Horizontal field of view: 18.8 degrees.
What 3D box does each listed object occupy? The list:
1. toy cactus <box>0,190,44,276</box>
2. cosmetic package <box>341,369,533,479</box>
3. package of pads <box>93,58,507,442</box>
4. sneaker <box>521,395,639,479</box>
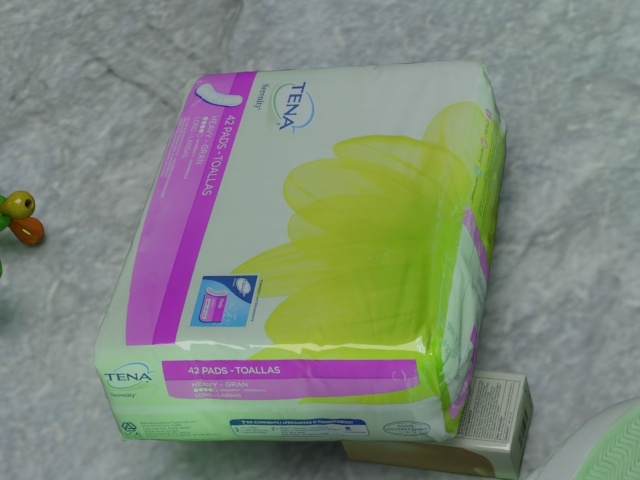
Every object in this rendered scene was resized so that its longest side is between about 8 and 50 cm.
[{"bbox_3d":[-0.304,-0.003,1.407,0.180,0.112,0.219,-49,59,3],"label":"toy cactus"},{"bbox_3d":[0.075,0.115,1.247,0.115,0.041,0.060,6,57,18],"label":"cosmetic package"},{"bbox_3d":[0.000,0.000,1.275,0.229,0.101,0.296,-2,43,14],"label":"package of pads"},{"bbox_3d":[0.103,0.171,1.157,0.292,0.108,0.169,-30,18,-38],"label":"sneaker"}]
